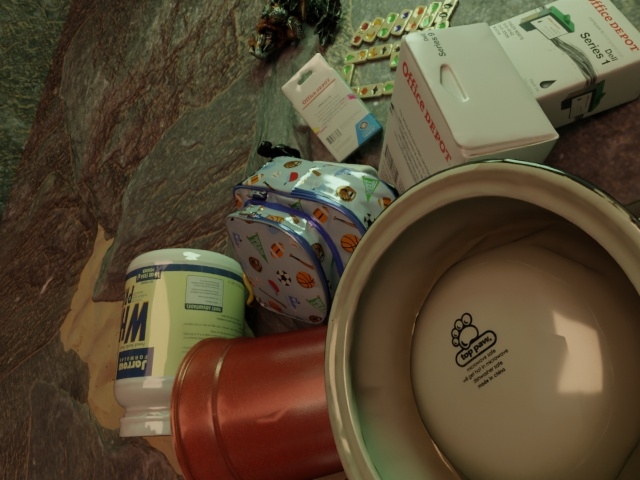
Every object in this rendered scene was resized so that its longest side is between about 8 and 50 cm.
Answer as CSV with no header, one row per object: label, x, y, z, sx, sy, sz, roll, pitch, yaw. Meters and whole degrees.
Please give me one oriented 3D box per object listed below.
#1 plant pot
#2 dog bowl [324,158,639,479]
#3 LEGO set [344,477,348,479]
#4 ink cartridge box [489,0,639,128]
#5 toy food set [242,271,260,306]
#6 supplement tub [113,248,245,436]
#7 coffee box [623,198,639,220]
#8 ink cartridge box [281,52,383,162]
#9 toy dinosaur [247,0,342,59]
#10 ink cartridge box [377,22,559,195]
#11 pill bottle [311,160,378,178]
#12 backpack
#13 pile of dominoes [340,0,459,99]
plant pot,-0.038,0.253,0.760,0.265,0.272,0.273,-19,63,20
dog bowl,0.187,0.133,0.510,0.408,0.150,0.408,-17,68,50
LEGO set,-0.046,0.477,0.658,0.192,0.331,0.255,-13,87,34
ink cartridge box,0.329,-0.251,0.712,0.219,0.093,0.160,-21,61,4
toy food set,-0.078,0.030,0.946,0.071,0.128,0.218,11,77,22
supplement tub,-0.264,0.201,0.941,0.235,0.235,0.325,-16,65,31
coffee box,0.388,0.102,0.491,0.168,0.118,0.297,141,130,-62
ink cartridge box,0.023,-0.254,0.944,0.104,0.061,0.181,-38,93,19
toy dinosaur,-0.058,-0.562,1.126,0.218,0.164,0.322,53,130,52
ink cartridge box,0.180,-0.113,0.686,0.121,0.289,0.211,-13,61,-7
pill bottle,0.015,-0.096,0.924,0.180,0.108,0.108,14,82,39
backpack,0.000,0.000,0.768,0.263,0.277,0.213,5,42,33
pile of dominoes,0.142,-0.386,0.977,0.251,0.040,0.196,3,76,36
